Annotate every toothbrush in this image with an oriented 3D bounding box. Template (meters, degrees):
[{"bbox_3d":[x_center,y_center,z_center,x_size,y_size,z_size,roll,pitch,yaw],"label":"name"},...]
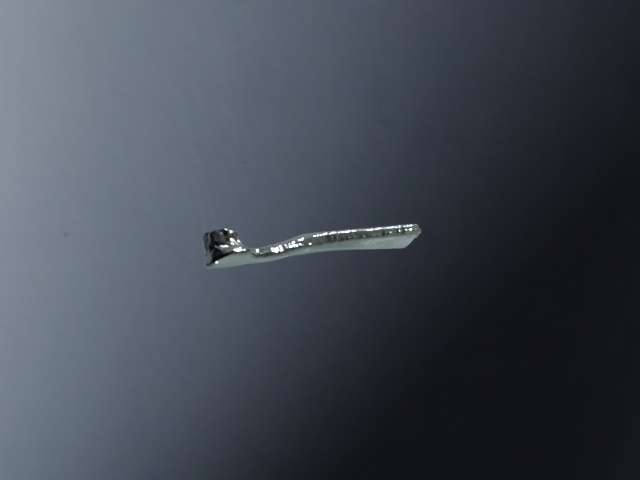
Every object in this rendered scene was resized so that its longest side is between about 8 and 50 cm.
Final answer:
[{"bbox_3d":[0.000,0.000,1.177,0.297,0.030,0.030,-5,72,-51],"label":"toothbrush"}]
